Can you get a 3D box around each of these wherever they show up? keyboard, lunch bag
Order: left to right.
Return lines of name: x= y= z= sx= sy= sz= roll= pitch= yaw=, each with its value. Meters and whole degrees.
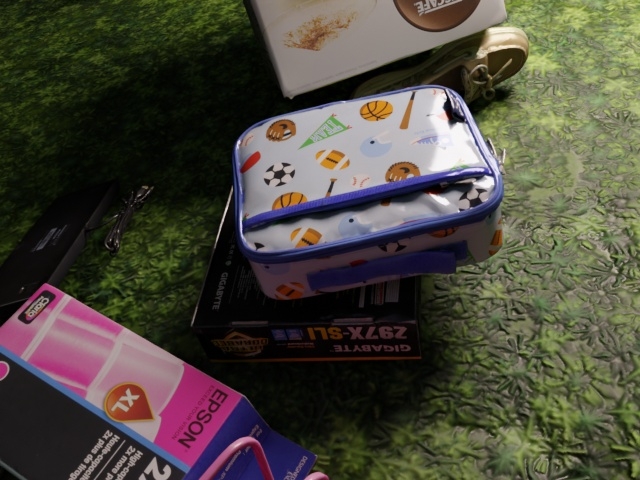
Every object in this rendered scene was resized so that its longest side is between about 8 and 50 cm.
keyboard: x=-0.343 y=-0.002 z=0.910 sx=0.201 sy=0.033 sz=0.317 roll=-15 pitch=31 yaw=12
lunch bag: x=0.055 y=-0.056 z=0.733 sx=0.303 sy=0.115 sz=0.243 roll=-13 pitch=47 yaw=5

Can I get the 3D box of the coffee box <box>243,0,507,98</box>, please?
coffee box: x=0.036 y=-0.442 z=0.991 sx=0.338 sy=0.334 sz=0.338 roll=-19 pitch=21 yaw=-2

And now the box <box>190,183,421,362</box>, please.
box: x=0.000 y=0.000 z=0.825 sx=0.257 sy=0.079 sz=0.322 roll=-3 pitch=46 yaw=11

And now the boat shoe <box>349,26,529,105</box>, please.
boat shoe: x=0.188 y=-0.227 z=0.981 sx=0.285 sy=0.104 sz=0.089 roll=-24 pitch=49 yaw=8

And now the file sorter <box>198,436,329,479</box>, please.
file sorter: x=0.017 y=0.300 z=0.443 sx=0.291 sy=0.202 sz=0.182 roll=22 pitch=51 yaw=30

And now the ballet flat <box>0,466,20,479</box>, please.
ballet flat: x=-0.313 y=0.260 z=0.677 sx=0.084 sy=0.058 sz=0.250 roll=0 pitch=47 yaw=15

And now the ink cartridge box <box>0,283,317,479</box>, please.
ink cartridge box: x=-0.204 y=0.194 z=0.662 sx=0.371 sy=0.069 sz=0.176 roll=25 pitch=57 yaw=18
